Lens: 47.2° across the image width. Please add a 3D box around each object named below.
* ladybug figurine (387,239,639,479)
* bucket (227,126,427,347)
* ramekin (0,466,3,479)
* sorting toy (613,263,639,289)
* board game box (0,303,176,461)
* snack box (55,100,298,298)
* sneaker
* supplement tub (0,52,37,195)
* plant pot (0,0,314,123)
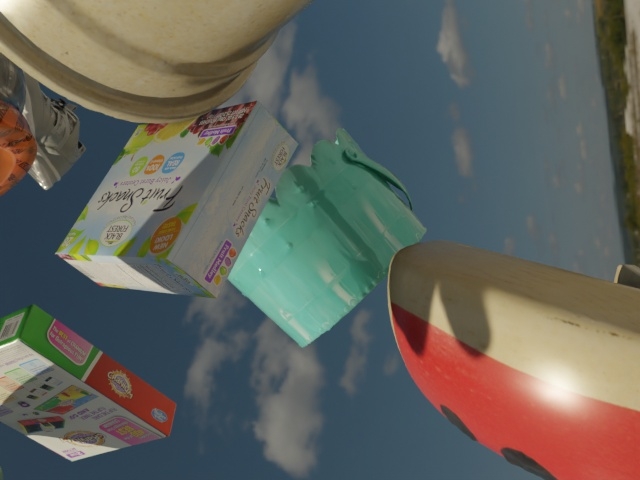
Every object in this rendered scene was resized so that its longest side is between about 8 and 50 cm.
[{"bbox_3d":[0.222,0.111,0.625,0.304,0.449,0.162,13,-88,-27],"label":"ladybug figurine"},{"bbox_3d":[0.000,0.000,1.011,0.183,0.281,0.281,47,-152,0],"label":"bucket"},{"bbox_3d":[-0.604,0.462,1.072,0.303,0.303,0.148,-16,-92,-67],"label":"ramekin"},{"bbox_3d":[0.420,0.190,0.996,0.255,0.089,0.257,-109,23,-73],"label":"sorting toy"},{"bbox_3d":[-0.430,0.244,1.184,0.316,0.242,0.064,48,-146,-37],"label":"board game box"},{"bbox_3d":[-0.143,-0.038,0.710,0.070,0.207,0.175,43,-117,-35],"label":"snack box"},{"bbox_3d":[-0.440,-0.197,1.150,0.115,0.105,0.281,-44,-10,-23],"label":"sneaker"},{"bbox_3d":[-0.385,-0.179,0.626,0.316,0.193,0.193,57,-159,10],"label":"supplement tub"},{"bbox_3d":[-0.063,-0.287,0.510,0.333,0.305,0.334,16,-112,-44],"label":"plant pot"}]
